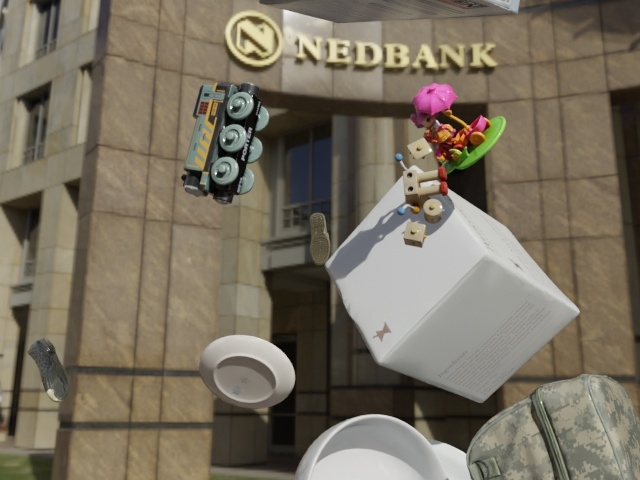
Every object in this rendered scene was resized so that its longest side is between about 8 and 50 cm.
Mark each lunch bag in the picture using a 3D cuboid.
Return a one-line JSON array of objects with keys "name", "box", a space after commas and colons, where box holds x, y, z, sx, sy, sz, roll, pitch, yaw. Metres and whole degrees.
[{"name": "lunch bag", "box": [0.418, 0.368, 1.197, 0.256, 0.212, 0.305, -24, -23, 28]}]

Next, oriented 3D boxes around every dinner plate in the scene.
[{"name": "dinner plate", "box": [-0.107, 0.195, 0.978, 0.141, 0.017, 0.141, 4, -57, 7]}]

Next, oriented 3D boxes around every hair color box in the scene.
[{"name": "hair color box", "box": [0.095, -0.405, 1.028, 0.185, 0.113, 0.374, -3, 14, -43]}]

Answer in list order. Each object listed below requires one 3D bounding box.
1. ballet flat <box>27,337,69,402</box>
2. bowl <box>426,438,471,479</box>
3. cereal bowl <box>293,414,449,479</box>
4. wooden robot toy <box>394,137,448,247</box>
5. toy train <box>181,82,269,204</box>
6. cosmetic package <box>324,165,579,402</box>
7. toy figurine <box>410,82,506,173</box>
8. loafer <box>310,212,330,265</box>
[{"name": "ballet flat", "box": [-0.555, 0.270, 1.392, 0.049, 0.173, 0.057, -44, -43, 3]}, {"name": "bowl", "box": [0.275, 0.615, 1.584, 0.298, 0.134, 0.298, 19, 23, -8]}, {"name": "cereal bowl", "box": [0.082, 0.504, 1.280, 0.339, 0.339, 0.141, 9, -24, -31]}, {"name": "wooden robot toy", "box": [0.156, -0.064, 1.039, 0.076, 0.173, 0.079, -4, -24, 10]}, {"name": "toy train", "box": [-0.260, -0.263, 1.813, 0.190, 0.334, 0.142, 10, -6, 23]}, {"name": "cosmetic package", "box": [0.291, 0.110, 1.546, 0.394, 0.329, 0.327, 27, -67, -39]}, {"name": "toy figurine", "box": [0.237, -0.226, 1.309, 0.159, 0.130, 0.173, 39, -39, -13]}, {"name": "loafer", "box": [0.000, 0.000, 1.829, 0.056, 0.148, 0.050, -3, -20, 6]}]
